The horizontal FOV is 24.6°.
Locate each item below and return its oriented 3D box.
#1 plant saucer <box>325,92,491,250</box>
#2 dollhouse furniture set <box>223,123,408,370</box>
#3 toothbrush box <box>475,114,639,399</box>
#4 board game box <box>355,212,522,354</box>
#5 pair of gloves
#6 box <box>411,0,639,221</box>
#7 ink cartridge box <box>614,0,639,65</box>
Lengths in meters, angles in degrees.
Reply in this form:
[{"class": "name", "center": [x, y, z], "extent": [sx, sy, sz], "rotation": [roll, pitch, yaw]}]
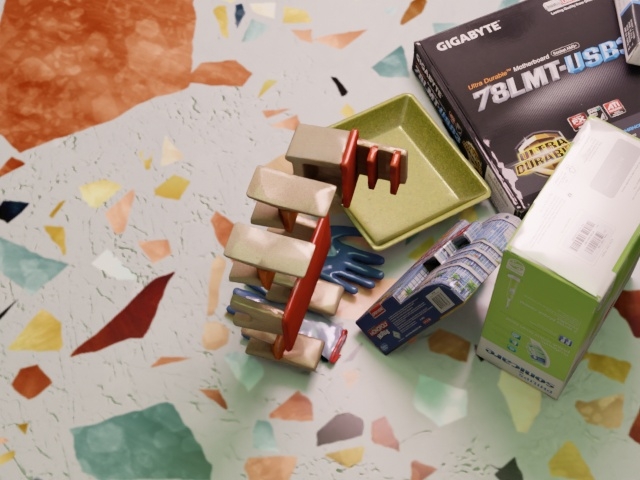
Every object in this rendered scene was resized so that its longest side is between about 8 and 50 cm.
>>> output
[{"class": "plant saucer", "center": [0.089, -0.080, 1.865], "extent": [0.188, 0.045, 0.188], "rotation": [-26, 65, -24]}, {"class": "dollhouse furniture set", "center": [0.000, 0.000, 1.681], "extent": [0.135, 0.262, 0.259], "rotation": [15, 64, 10]}, {"class": "toothbrush box", "center": [0.292, 0.026, 1.691], "extent": [0.122, 0.283, 0.206], "rotation": [30, 65, 13]}, {"class": "board game box", "center": [0.158, 0.030, 1.759], "extent": [0.060, 0.194, 0.194], "rotation": [47, 55, -2]}, {"class": "pair of gloves", "center": [-0.015, 0.055, 1.817], "extent": [0.159, 0.023, 0.198], "rotation": [25, 65, 10]}, {"class": "box", "center": [0.313, -0.185, 1.926], "extent": [0.295, 0.073, 0.293], "rotation": [-21, 65, -13]}, {"class": "ink cartridge box", "center": [0.491, -0.304, 1.960], "extent": [0.208, 0.045, 0.206], "rotation": [11, 53, -18]}]
